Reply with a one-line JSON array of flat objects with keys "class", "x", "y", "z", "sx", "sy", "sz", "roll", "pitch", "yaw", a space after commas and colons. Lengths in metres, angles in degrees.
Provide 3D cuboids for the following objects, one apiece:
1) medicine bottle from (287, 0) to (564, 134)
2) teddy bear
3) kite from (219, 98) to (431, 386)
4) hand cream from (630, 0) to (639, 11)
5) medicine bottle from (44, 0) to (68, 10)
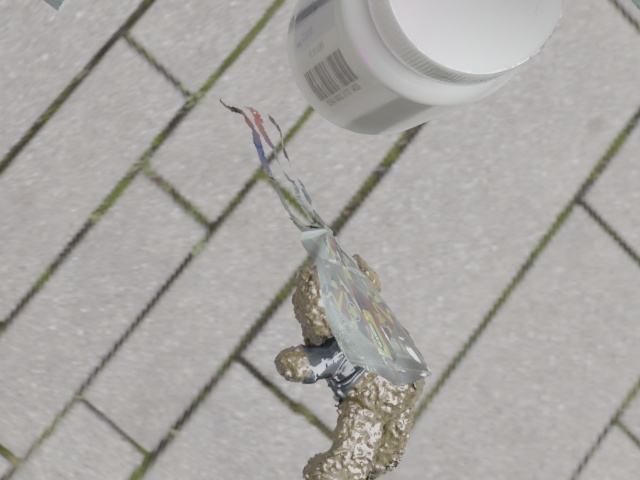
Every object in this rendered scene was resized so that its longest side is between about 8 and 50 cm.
[{"class": "medicine bottle", "x": 0.049, "y": -0.114, "z": 0.755, "sx": 0.103, "sy": 0.187, "sz": 0.102, "roll": 1, "pitch": 87, "yaw": -13}, {"class": "teddy bear", "x": 0.046, "y": 0.140, "z": 1.545, "sx": 0.182, "sy": 0.129, "sz": 0.251, "roll": -11, "pitch": 87, "yaw": -58}, {"class": "kite", "x": 0.001, "y": -0.001, "z": 1.044, "sx": 0.015, "sy": 0.141, "sz": 0.245, "roll": -36, "pitch": 67, "yaw": 15}, {"class": "hand cream", "x": 0.215, "y": -0.172, "z": 0.840, "sx": 0.109, "sy": 0.321, "sz": 0.067, "roll": -42, "pitch": 90, "yaw": 21}, {"class": "medicine bottle", "x": -0.320, "y": -0.315, "z": 1.428, "sx": 0.217, "sy": 0.090, "sz": 0.090, "roll": 38, "pitch": 75, "yaw": -8}]
